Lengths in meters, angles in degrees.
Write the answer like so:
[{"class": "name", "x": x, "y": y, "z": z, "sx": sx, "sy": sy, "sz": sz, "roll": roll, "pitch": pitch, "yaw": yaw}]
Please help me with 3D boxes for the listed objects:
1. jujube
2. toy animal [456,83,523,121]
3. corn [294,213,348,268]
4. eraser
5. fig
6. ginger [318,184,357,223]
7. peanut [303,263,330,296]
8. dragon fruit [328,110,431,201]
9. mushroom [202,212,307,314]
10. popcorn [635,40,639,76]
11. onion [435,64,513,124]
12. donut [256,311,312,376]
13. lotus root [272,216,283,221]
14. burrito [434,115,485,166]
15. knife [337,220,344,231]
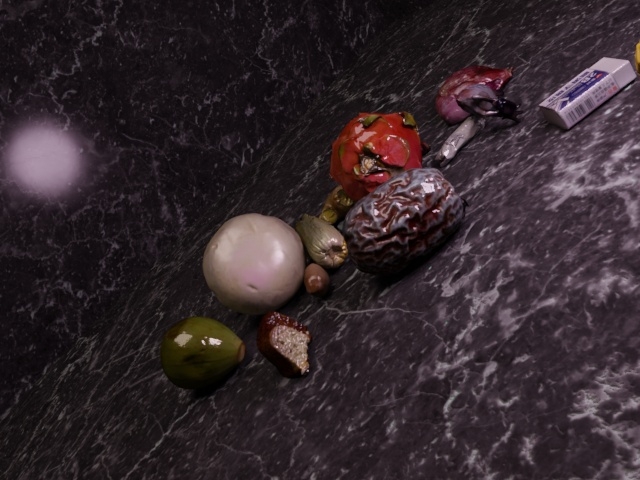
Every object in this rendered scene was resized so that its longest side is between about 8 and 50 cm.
[{"class": "jujube", "x": 0.205, "y": -0.050, "z": 1.630, "sx": 0.317, "sy": 0.226, "sz": 0.226, "roll": -31, "pitch": 22, "yaw": 8}, {"class": "toy animal", "x": 0.489, "y": -0.421, "z": 1.955, "sx": 0.324, "sy": 0.195, "sz": 0.090, "roll": -85, "pitch": 10, "yaw": -67}, {"class": "corn", "x": -0.005, "y": 0.000, "z": 1.988, "sx": 0.122, "sy": 0.123, "sz": 0.305, "roll": -42, "pitch": 20, "yaw": -4}, {"class": "eraser", "x": 0.683, "y": -0.381, "z": 1.672, "sx": 0.210, "sy": 0.068, "sz": 0.124, "roll": -37, "pitch": 19, "yaw": 7}, {"class": "fig", "x": -0.337, "y": 0.308, "z": 1.819, "sx": 0.230, "sy": 0.207, "sz": 0.207, "roll": -24, "pitch": 26, "yaw": 38}, {"class": "ginger", "x": 0.077, "y": -0.129, "z": 2.116, "sx": 0.157, "sy": 0.102, "sz": 0.216, "roll": -31, "pitch": -5, "yaw": -42}, {"class": "peanut", "x": -0.012, "y": 0.111, "z": 1.845, "sx": 0.076, "sy": 0.076, "sz": 0.152, "roll": -36, "pitch": 18, "yaw": 10}, {"class": "dragon fruit", "x": 0.192, "y": -0.234, "z": 1.921, "sx": 0.305, "sy": 0.305, "sz": 0.226, "roll": -43, "pitch": 21, "yaw": -8}, {"class": "mushroom", "x": -0.225, "y": 0.080, "z": 1.967, "sx": 0.356, "sy": 0.315, "sz": 0.315, "roll": -25, "pitch": 25, "yaw": 22}, {"class": "popcorn", "x": 0.800, "y": -0.406, "z": 1.376, "sx": 0.250, "sy": 0.190, "sz": 0.250, "roll": -27, "pitch": 15, "yaw": 8}, {"class": "onion", "x": 0.507, "y": -0.522, "z": 2.184, "sx": 0.283, "sy": 0.120, "sz": 0.227, "roll": -32, "pitch": 27, "yaw": 19}, {"class": "donut", "x": -0.100, "y": 0.263, "z": 1.634, "sx": 0.144, "sy": 0.126, "sz": 0.186, "roll": -36, "pitch": 20, "yaw": 29}, {"class": "lotus root", "x": -0.224, "y": 0.007, "z": 2.343, "sx": 0.241, "sy": 0.124, "sz": 0.123, "roll": -38, "pitch": 31, "yaw": 6}, {"class": "burrito", "x": 0.426, "y": -0.310, "z": 1.978, "sx": 0.203, "sy": 0.064, "sz": 0.064, "roll": -45, "pitch": 21, "yaw": -11}, {"class": "knife", "x": 0.094, "y": -0.036, "z": 2.035, "sx": 0.044, "sy": 0.023, "sz": 0.162, "roll": -39, "pitch": 20, "yaw": -8}]
